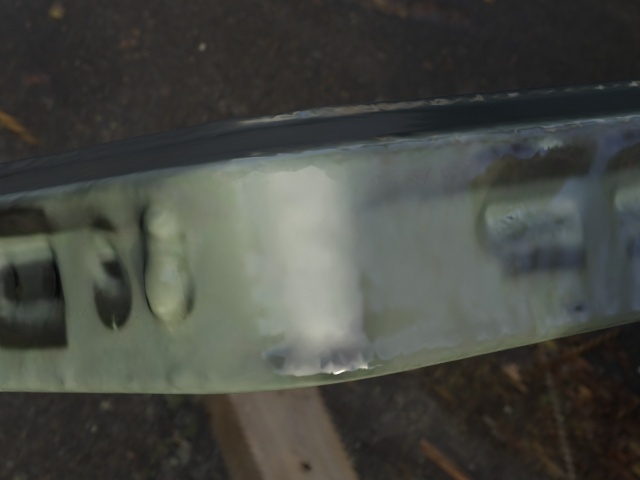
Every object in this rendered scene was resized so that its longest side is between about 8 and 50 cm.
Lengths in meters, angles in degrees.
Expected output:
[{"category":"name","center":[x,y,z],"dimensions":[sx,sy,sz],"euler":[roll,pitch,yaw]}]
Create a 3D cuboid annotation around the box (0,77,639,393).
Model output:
[{"category":"box","center":[0.000,-0.001,0.779],"dimensions":[0.396,0.396,0.111],"euler":[-8,91,-42]}]
